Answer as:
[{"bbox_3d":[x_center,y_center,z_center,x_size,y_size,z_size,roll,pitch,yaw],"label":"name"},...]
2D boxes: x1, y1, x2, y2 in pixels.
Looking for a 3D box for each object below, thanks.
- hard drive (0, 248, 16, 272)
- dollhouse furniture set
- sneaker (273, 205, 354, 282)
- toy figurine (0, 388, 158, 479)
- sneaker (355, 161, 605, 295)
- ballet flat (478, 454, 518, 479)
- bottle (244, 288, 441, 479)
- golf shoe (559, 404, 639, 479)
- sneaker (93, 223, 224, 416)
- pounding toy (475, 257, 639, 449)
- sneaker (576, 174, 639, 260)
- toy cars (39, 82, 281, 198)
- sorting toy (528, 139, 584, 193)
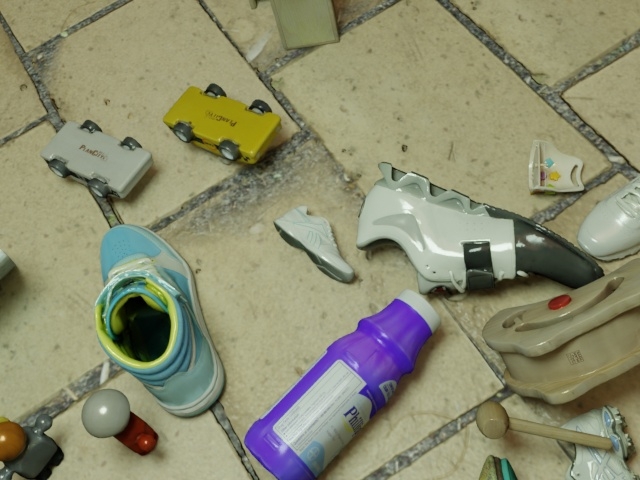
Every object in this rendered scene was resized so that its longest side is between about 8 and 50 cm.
[{"bbox_3d":[-0.552,0.127,1.064,0.040,0.203,0.307,45,73,-10],"label":"hard drive"},{"bbox_3d":[-0.033,-0.475,1.314,0.212,0.161,0.242,-8,60,7],"label":"dollhouse furniture set"},{"bbox_3d":[0.000,0.000,1.104,0.061,0.054,0.152,-40,61,-16],"label":"sneaker"},{"bbox_3d":[-0.303,0.300,0.937,0.209,0.148,0.213,-12,60,4],"label":"toy figurine"},{"bbox_3d":[0.201,0.022,1.032,0.330,0.122,0.146,23,85,20],"label":"sneaker"},{"bbox_3d":[0.209,0.404,0.809,0.123,0.123,0.349,-19,59,0],"label":"ballet flat"},{"bbox_3d":[0.034,0.180,0.959,0.283,0.118,0.092,-44,62,-15],"label":"bottle"},{"bbox_3d":[0.329,0.282,0.888,0.086,0.069,0.176,-21,52,19],"label":"golf shoe"},{"bbox_3d":[-0.238,0.063,1.024,0.127,0.208,0.319,-31,60,-6],"label":"sneaker"},{"bbox_3d":[0.298,0.148,0.920,0.269,0.154,0.155,-28,99,2],"label":"pounding toy"},{"bbox_3d":[0.443,-0.062,1.032,0.235,0.095,0.090,-33,62,-7],"label":"sneaker"},{"bbox_3d":[-0.245,-0.142,1.216,0.393,0.087,0.177,-14,54,6],"label":"toy cars"},{"bbox_3d":[0.338,-0.095,1.103,0.075,0.045,0.083,5,61,5],"label":"sorting toy"}]
